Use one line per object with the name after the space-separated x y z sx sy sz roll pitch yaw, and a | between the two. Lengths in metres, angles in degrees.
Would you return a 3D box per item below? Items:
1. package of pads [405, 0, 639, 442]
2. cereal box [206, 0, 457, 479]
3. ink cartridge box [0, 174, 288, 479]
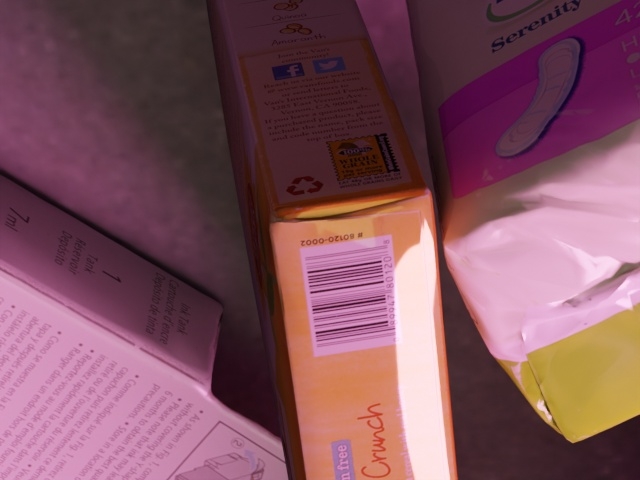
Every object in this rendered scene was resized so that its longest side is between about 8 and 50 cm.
0.164 -0.101 0.530 0.296 0.229 0.101 -26 125 17 | package of pads
0.000 0.000 0.593 0.047 0.240 0.173 -9 123 -3 | cereal box
-0.129 0.138 0.790 0.261 0.066 0.296 33 119 -17 | ink cartridge box
